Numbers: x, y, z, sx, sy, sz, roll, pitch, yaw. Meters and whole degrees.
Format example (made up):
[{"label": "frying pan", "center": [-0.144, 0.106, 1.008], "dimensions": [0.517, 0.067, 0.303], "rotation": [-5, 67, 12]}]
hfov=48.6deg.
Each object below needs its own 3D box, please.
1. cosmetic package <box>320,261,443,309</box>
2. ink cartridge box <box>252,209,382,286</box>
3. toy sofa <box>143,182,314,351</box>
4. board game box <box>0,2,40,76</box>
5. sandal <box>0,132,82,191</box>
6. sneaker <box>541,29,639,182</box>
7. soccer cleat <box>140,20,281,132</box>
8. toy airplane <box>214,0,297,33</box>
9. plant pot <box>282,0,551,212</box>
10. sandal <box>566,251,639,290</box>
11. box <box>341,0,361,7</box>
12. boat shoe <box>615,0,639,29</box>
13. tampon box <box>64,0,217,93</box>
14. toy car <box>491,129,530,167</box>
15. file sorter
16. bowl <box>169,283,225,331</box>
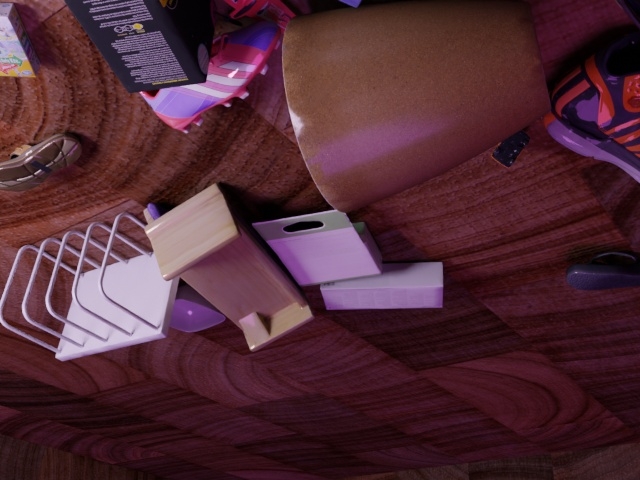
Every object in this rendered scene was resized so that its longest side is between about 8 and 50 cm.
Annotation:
[{"label": "cosmetic package", "center": [0.124, 0.091, 1.419], "dimensions": [0.239, 0.060, 0.099], "rotation": [-2, 147, 7]}, {"label": "ink cartridge box", "center": [0.000, 0.000, 1.279], "dimensions": [0.171, 0.056, 0.235], "rotation": [-9, 145, 18]}, {"label": "toy sofa", "center": [-0.161, 0.043, 1.305], "dimensions": [0.150, 0.177, 0.362], "rotation": [-30, 143, 5]}, {"label": "board game box", "center": [-0.452, -0.256, 0.902], "dimensions": [0.154, 0.026, 0.103], "rotation": [2, 149, 1]}, {"label": "sandal", "center": [-0.451, -0.127, 1.108], "dimensions": [0.180, 0.049, 0.072], "rotation": [-25, 148, 15]}, {"label": "sneaker", "center": [0.462, -0.159, 0.906], "dimensions": [0.321, 0.125, 0.180], "rotation": [14, 149, -18]}, {"label": "soccer cleat", "center": [-0.145, -0.214, 0.890], "dimensions": [0.095, 0.083, 0.248], "rotation": [37, 146, -25]}, {"label": "toy airplane", "center": [-0.065, -0.294, 0.808], "dimensions": [0.151, 0.028, 0.151], "rotation": [-2, 153, -1]}, {"label": "plant pot", "center": [0.120, -0.174, 0.803], "dimensions": [0.254, 0.237, 0.237], "rotation": [-13, 147, 19]}, {"label": "sandal", "center": [0.577, 0.055, 1.345], "dimensions": [0.254, 0.055, 0.097], "rotation": [0, 158, -14]}, {"label": "box", "center": [0.034, -0.331, 0.701], "dimensions": [0.105, 0.043, 0.179], "rotation": [15, 133, -21]}, {"label": "boat shoe", "center": [0.346, -0.287, 0.750], "dimensions": [0.081, 0.069, 0.227], "rotation": [-26, 140, 38]}, {"label": "tampon box", "center": [-0.192, -0.263, 0.778], "dimensions": [0.101, 0.120, 0.161], "rotation": [-5, 149, 13]}, {"label": "toy car", "center": [0.243, -0.150, 1.044], "dimensions": [0.122, 0.060, 0.040], "rotation": [17, -165, 6]}, {"label": "file sorter", "center": [-0.427, 0.085, 1.324], "dimensions": [0.277, 0.193, 0.173], "rotation": [-15, 142, 27]}, {"label": "bowl", "center": [-0.290, 0.145, 1.548], "dimensions": [0.142, 0.053, 0.142], "rotation": [-22, 141, 36]}]
